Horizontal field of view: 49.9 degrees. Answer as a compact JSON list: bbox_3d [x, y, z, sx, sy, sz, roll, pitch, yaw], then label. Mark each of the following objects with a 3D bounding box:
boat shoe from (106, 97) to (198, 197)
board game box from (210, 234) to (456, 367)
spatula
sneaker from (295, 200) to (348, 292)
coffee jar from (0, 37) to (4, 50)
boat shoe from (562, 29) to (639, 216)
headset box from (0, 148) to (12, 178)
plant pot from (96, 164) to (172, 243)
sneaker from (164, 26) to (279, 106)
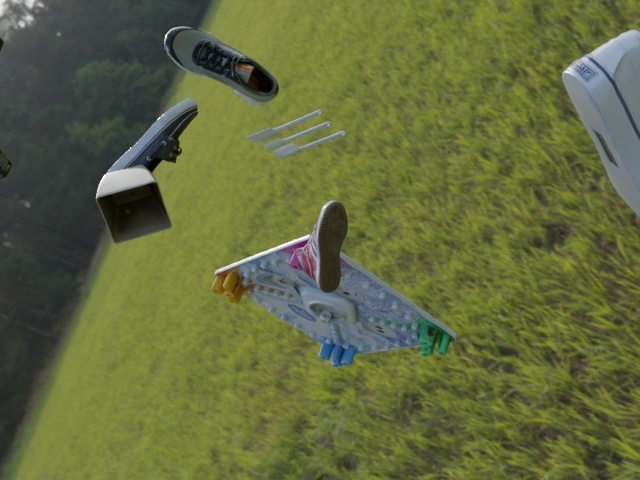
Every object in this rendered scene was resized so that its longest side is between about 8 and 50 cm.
[{"bbox_3d":[-0.306,-0.171,1.309,0.228,0.076,0.080,-43,2,1],"label":"boat shoe"},{"bbox_3d":[0.014,0.149,1.428,0.390,0.390,0.050,-20,41,52],"label":"board game box"},{"bbox_3d":[-0.060,-0.290,1.899,0.242,0.168,0.019,-17,60,29],"label":"spatula"},{"bbox_3d":[0.000,0.000,0.866,0.067,0.042,0.118,38,127,55],"label":"sneaker"},{"bbox_3d":[-0.763,-0.383,1.502,0.096,0.079,0.184,37,101,51],"label":"coffee jar"},{"bbox_3d":[0.341,-0.099,0.709,0.084,0.258,0.095,-36,38,10],"label":"boat shoe"},{"bbox_3d":[-0.481,-0.121,0.952,0.032,0.062,0.083,-94,-12,-46],"label":"headset box"},{"bbox_3d":[-0.343,-0.076,1.253,0.096,0.109,0.109,-118,15,-48],"label":"plant pot"},{"bbox_3d":[-0.206,-0.387,1.496,0.100,0.272,0.108,-67,22,-3],"label":"sneaker"}]
